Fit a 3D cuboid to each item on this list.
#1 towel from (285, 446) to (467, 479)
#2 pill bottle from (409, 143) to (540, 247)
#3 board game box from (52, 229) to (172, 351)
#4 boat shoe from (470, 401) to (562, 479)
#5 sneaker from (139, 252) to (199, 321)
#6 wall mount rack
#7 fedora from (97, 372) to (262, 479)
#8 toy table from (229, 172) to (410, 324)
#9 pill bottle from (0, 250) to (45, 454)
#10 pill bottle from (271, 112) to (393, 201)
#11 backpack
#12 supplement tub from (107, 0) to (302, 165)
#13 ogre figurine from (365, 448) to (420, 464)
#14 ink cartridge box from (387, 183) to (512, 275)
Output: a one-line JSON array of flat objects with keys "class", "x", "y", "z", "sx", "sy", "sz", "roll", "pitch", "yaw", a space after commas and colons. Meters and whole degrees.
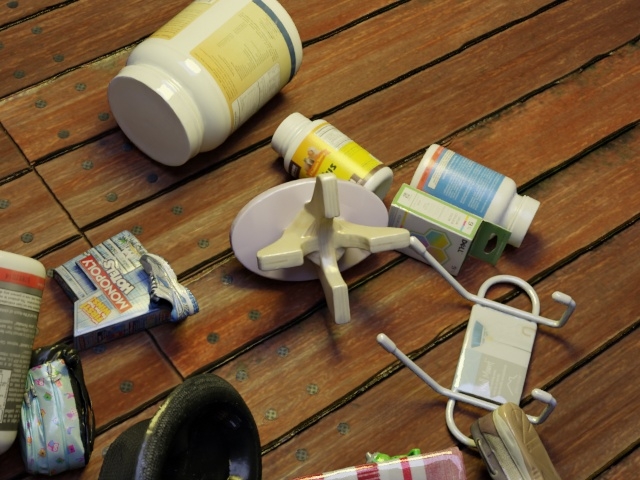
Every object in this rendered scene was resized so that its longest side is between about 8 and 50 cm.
[{"class": "towel", "x": 0.071, "y": 0.448, "z": 1.721, "sx": 0.329, "sy": 0.037, "sz": 0.237, "roll": -9, "pitch": 83, "yaw": -11}, {"class": "pill bottle", "x": 0.276, "y": -0.075, "z": 2.121, "sx": 0.222, "sy": 0.124, "sz": 0.124, "roll": 26, "pitch": 56, "yaw": 10}, {"class": "board game box", "x": -0.351, "y": 0.089, "z": 1.947, "sx": 0.194, "sy": 0.060, "sz": 0.194, "roll": -31, "pitch": 66, "yaw": -27}, {"class": "boat shoe", "x": 0.321, "y": 0.395, "z": 1.829, "sx": 0.103, "sy": 0.092, "sz": 0.285, "roll": -11, "pitch": 73, "yaw": -56}, {"class": "sneaker", "x": -0.256, "y": 0.076, "z": 1.904, "sx": 0.058, "sy": 0.052, "sz": 0.135, "roll": -34, "pitch": 68, "yaw": -23}, {"class": "wall mount rack", "x": 0.254, "y": 0.154, "z": 1.958, "sx": 0.304, "sy": 0.130, "sz": 0.350, "roll": 18, "pitch": 54, "yaw": 3}, {"class": "fedora", "x": -0.219, "y": 0.351, "z": 1.702, "sx": 0.153, "sy": 0.334, "sz": 0.334, "roll": -6, "pitch": 50, "yaw": 27}, {"class": "toy table", "x": 0.000, "y": 0.000, "z": 1.960, "sx": 0.274, "sy": 0.252, "sz": 0.161, "roll": -21, "pitch": 20, "yaw": -10}, {"class": "pill bottle", "x": -0.524, "y": 0.192, "z": 1.674, "sx": 0.210, "sy": 0.210, "sz": 0.362, "roll": 9, "pitch": 82, "yaw": -3}, {"class": "pill bottle", "x": 0.017, "y": -0.137, "z": 2.125, "sx": 0.215, "sy": 0.117, "sz": 0.117, "roll": 38, "pitch": 59, "yaw": 16}, {"class": "backpack", "x": -0.404, "y": 0.263, "z": 1.782, "sx": 0.115, "sy": 0.152, "sz": 0.182, "roll": -11, "pitch": 71, "yaw": -9}, {"class": "supplement tub", "x": -0.208, "y": -0.302, "z": 2.134, "sx": 0.228, "sy": 0.228, "sz": 0.316, "roll": 35, "pitch": 58, "yaw": 14}, {"class": "ogre figurine", "x": 0.140, "y": 0.385, "z": 1.805, "sx": 0.197, "sy": 0.097, "sz": 0.118, "roll": -2, "pitch": 67, "yaw": 3}, {"class": "ink cartridge box", "x": 0.217, "y": -0.007, "z": 2.072, "sx": 0.209, "sy": 0.109, "sz": 0.062, "roll": 24, "pitch": 52, "yaw": 7}]
